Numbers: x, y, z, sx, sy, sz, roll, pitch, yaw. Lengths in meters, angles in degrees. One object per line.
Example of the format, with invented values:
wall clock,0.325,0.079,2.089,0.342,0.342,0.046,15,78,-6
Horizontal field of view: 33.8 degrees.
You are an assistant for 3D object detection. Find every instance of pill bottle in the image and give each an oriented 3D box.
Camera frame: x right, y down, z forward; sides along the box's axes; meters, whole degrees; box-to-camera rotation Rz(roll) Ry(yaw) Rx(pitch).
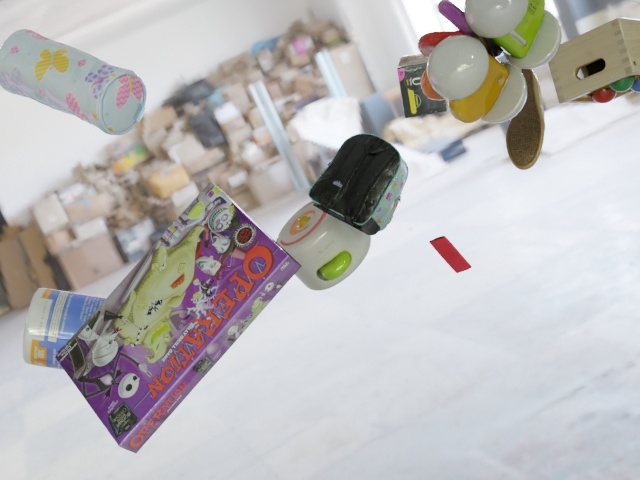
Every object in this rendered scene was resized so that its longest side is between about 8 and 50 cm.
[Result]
pill bottle,-0.427,0.186,2.046,0.271,0.152,0.152,10,8,-5

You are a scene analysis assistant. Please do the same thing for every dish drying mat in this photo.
dish drying mat,0.214,0.023,1.732,0.032,0.083,0.008,-20,37,36

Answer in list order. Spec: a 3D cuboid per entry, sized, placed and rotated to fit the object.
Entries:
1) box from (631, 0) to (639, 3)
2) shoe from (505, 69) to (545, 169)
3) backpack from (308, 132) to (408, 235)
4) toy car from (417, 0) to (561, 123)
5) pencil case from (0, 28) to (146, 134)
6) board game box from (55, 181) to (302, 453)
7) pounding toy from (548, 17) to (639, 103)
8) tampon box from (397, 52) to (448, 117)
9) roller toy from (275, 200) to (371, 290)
box,0.217,-0.293,0.918,0.203,0.114,0.103,20,28,10
shoe,0.401,-0.231,2.028,0.076,0.219,0.058,-8,-26,30
backpack,0.093,-0.120,2.184,0.188,0.165,0.144,-62,-29,0
toy car,0.186,-0.236,1.249,0.159,0.136,0.182,19,-75,-53
pencil case,-0.422,-0.266,1.775,0.273,0.124,0.114,23,72,29
board game box,-0.207,0.103,1.489,0.347,0.208,0.056,-49,-34,0
pounding toy,0.432,-0.249,1.570,0.206,0.094,0.181,-7,-9,-44
tampon box,0.240,-0.368,2.460,0.101,0.121,0.161,-8,18,11
roller toy,0.000,0.000,2.332,0.209,0.146,0.191,-13,37,50
